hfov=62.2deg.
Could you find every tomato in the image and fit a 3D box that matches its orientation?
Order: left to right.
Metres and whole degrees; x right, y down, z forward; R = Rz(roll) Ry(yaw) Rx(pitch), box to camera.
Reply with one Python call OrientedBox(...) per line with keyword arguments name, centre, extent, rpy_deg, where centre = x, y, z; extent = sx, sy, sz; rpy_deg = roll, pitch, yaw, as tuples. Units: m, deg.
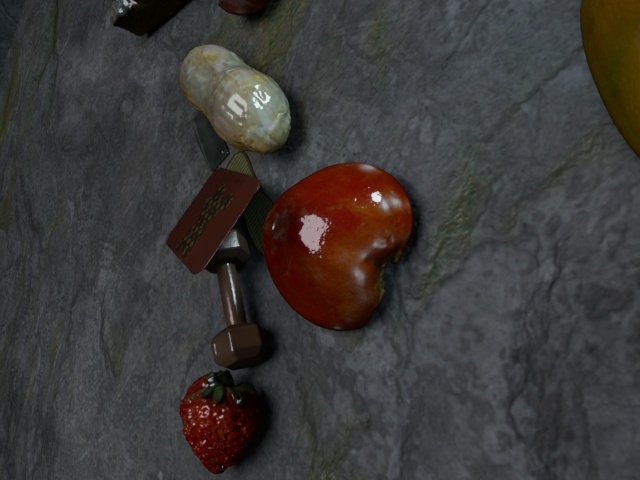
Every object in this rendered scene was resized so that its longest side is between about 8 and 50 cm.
OrientedBox(name="tomato", centre=(-0.125, -0.480, 0.972), extent=(0.139, 0.091, 0.159), rpy_deg=(-69, 18, -6))
OrientedBox(name="tomato", centre=(0.000, 0.000, 0.704), extent=(0.200, 0.139, 0.233), rpy_deg=(27, 100, 50))

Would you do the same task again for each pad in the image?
OrientedBox(name="pad", centre=(-0.192, -0.044, 0.908), extent=(0.181, 0.004, 0.267), rpy_deg=(-56, 28, -6))

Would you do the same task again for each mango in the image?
OrientedBox(name="mango", centre=(0.315, -0.156, 0.457), extent=(0.138, 0.113, 0.254), rpy_deg=(-25, 66, 38))

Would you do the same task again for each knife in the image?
OrientedBox(name="knife", centre=(-0.238, -0.245, 1.072), extent=(0.072, 0.019, 0.245), rpy_deg=(-41, 57, 31))

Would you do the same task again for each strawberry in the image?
OrientedBox(name="strawberry", centre=(-0.160, 0.276, 0.807), extent=(0.131, 0.131, 0.148), rpy_deg=(37, 99, 42))

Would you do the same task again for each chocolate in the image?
OrientedBox(name="chocolate", centre=(-0.152, -0.250, 0.913), extent=(0.134, 0.134, 0.309), rpy_deg=(-57, 48, 18))

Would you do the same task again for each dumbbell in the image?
OrientedBox(name="dumbbell", centre=(-0.144, 0.090, 0.860), extent=(0.092, 0.082, 0.231), rpy_deg=(-35, 58, 31))

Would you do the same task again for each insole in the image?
OrientedBox(name="insole", centre=(-0.115, -0.063, 0.921), extent=(0.086, 0.005, 0.253), rpy_deg=(-48, 52, 24))

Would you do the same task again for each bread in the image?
OrientedBox(name="bread", centre=(-0.326, -0.622, 1.177), extent=(0.416, 0.113, 0.165), rpy_deg=(-14, 73, 40))
